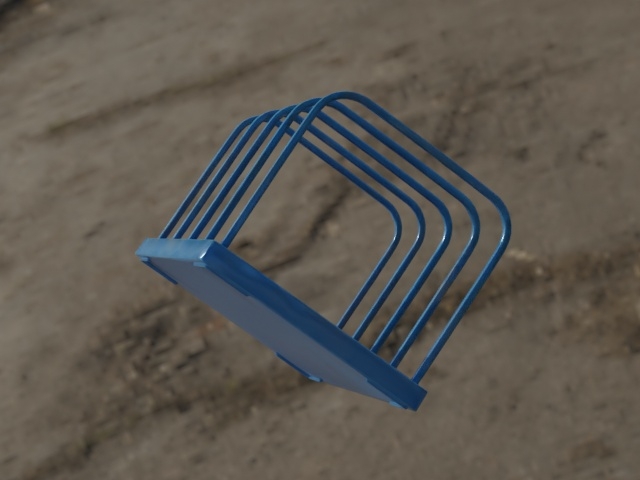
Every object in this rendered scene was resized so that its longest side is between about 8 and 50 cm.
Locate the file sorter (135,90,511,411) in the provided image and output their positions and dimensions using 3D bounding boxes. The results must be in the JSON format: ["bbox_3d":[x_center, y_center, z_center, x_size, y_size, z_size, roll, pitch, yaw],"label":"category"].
[{"bbox_3d":[0.000,0.000,0.814,0.104,0.118,0.170,-57,13,-8],"label":"file sorter"}]
